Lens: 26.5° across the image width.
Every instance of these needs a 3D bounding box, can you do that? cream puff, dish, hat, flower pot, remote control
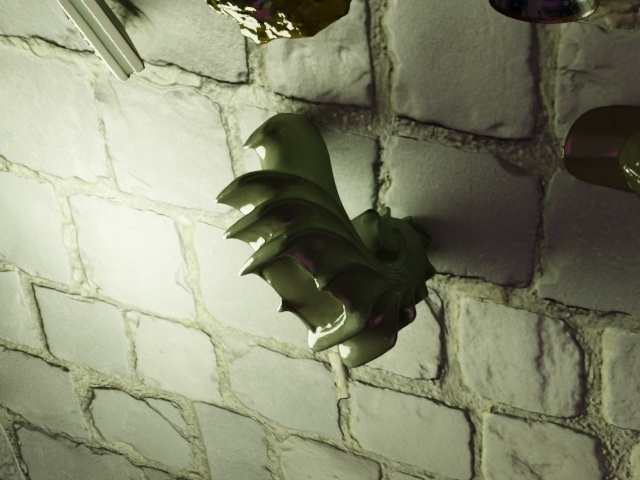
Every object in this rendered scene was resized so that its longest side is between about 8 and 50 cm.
[{"bbox_3d":[-0.076,-0.382,1.834,0.282,0.185,0.282,19,139,17],"label":"cream puff"},{"bbox_3d":[0.288,-0.338,1.739,0.141,0.078,0.141,7,168,2],"label":"dish"},{"bbox_3d":[0.421,-0.091,1.843,0.173,0.144,0.166,-8,125,9],"label":"hat"},{"bbox_3d":[0.000,0.000,2.084,0.367,0.254,0.164,44,137,-13],"label":"flower pot"},{"bbox_3d":[-0.359,-0.356,2.021,0.103,0.055,0.277,58,-178,38],"label":"remote control"}]
